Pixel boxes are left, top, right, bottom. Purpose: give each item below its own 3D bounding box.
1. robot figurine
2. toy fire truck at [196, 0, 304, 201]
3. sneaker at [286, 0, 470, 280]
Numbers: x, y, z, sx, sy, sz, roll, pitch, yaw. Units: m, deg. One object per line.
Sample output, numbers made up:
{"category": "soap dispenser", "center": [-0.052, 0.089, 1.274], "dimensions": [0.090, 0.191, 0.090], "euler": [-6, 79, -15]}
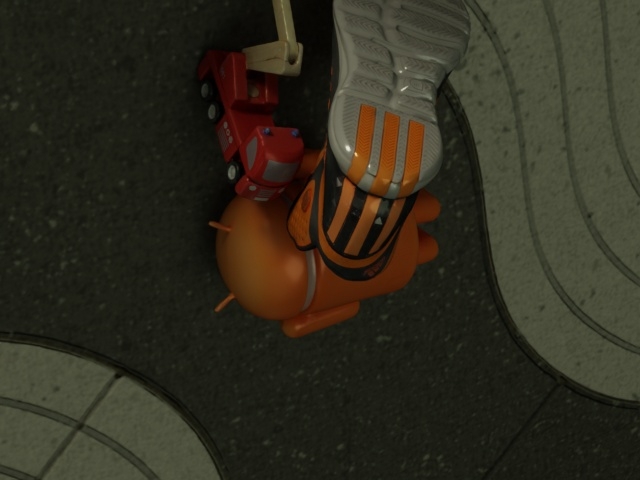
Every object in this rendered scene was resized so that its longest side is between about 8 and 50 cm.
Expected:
{"category": "robot figurine", "center": [0.000, -0.002, 1.779], "dimensions": [0.219, 0.128, 0.158], "euler": [-14, 160, -26]}
{"category": "toy fire truck", "center": [-0.048, -0.145, 1.649], "dimensions": [0.047, 0.192, 0.135], "euler": [2, 145, -33]}
{"category": "sneaker", "center": [0.035, -0.096, 1.675], "dimensions": [0.124, 0.321, 0.180], "euler": [21, 132, -4]}
